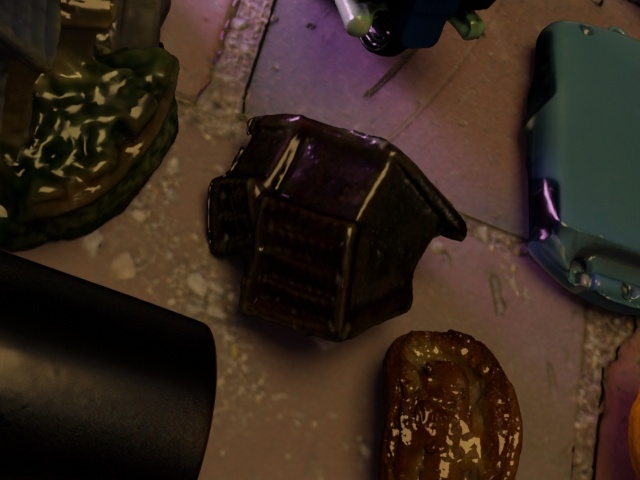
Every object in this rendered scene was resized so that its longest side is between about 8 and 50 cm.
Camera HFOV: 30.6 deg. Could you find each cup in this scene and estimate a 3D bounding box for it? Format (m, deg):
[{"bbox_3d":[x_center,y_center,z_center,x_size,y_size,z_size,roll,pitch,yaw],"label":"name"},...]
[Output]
[{"bbox_3d":[-0.179,0.125,0.671,0.177,0.239,0.166,17,16,-21],"label":"cup"}]

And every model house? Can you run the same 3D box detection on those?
[{"bbox_3d":[-0.006,-0.002,0.827,0.165,0.106,0.152,17,64,28],"label":"model house"},{"bbox_3d":[-0.194,-0.186,0.736,0.261,0.266,0.321,6,61,-16],"label":"model house"}]

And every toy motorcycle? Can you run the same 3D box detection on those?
[{"bbox_3d":[0.045,-0.309,0.943,0.125,0.196,0.331,-4,64,-25],"label":"toy motorcycle"}]

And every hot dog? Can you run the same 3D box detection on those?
[{"bbox_3d":[0.086,0.126,0.806,0.099,0.065,0.147,12,61,-6],"label":"hot dog"}]

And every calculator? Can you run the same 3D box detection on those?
[{"bbox_3d":[0.252,-0.071,0.992,0.173,0.051,0.293,16,58,-13],"label":"calculator"}]

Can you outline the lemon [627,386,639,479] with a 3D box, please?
[{"bbox_3d":[0.280,0.150,0.847,0.114,0.114,0.155,-6,65,-26],"label":"lemon"}]
